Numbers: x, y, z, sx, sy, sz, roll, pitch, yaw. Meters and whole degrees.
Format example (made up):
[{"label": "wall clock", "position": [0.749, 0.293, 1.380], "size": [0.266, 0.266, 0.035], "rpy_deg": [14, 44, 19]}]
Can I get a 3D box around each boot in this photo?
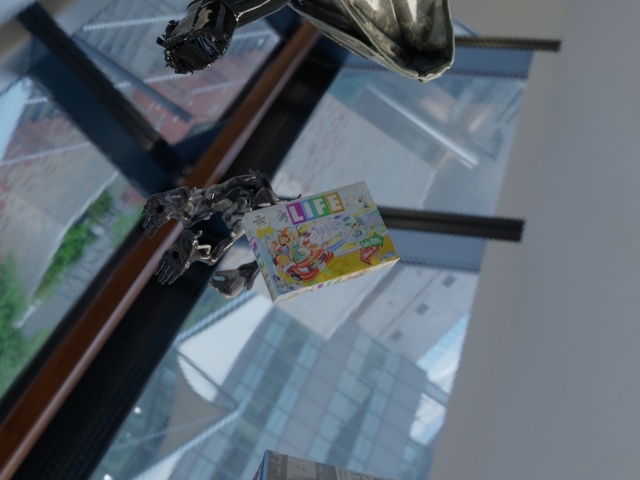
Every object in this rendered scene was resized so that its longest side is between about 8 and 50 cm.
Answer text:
[{"label": "boot", "position": [-0.080, -0.193, 0.831], "size": [0.121, 0.045, 0.099], "rpy_deg": [-16, -148, 20]}]

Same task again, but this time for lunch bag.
[{"label": "lunch bag", "position": [0.040, -0.325, 1.115], "size": [0.168, 0.287, 0.235], "rpy_deg": [-28, -154, -5]}]

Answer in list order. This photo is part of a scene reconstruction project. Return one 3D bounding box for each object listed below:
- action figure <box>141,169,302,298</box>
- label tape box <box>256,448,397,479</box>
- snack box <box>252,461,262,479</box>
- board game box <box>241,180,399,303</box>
[{"label": "action figure", "position": [-0.129, -0.015, 1.336], "size": [0.141, 0.164, 0.275], "rpy_deg": [-35, 163, 33]}, {"label": "label tape box", "position": [0.087, 0.359, 1.097], "size": [0.249, 0.347, 0.115], "rpy_deg": [-109, -150, -87]}, {"label": "snack box", "position": [-0.075, 0.395, 1.356], "size": [0.100, 0.037, 0.141], "rpy_deg": [5, -118, 49]}, {"label": "board game box", "position": [0.000, 0.000, 1.083], "size": [0.154, 0.104, 0.026], "rpy_deg": [-17, 163, -22]}]
